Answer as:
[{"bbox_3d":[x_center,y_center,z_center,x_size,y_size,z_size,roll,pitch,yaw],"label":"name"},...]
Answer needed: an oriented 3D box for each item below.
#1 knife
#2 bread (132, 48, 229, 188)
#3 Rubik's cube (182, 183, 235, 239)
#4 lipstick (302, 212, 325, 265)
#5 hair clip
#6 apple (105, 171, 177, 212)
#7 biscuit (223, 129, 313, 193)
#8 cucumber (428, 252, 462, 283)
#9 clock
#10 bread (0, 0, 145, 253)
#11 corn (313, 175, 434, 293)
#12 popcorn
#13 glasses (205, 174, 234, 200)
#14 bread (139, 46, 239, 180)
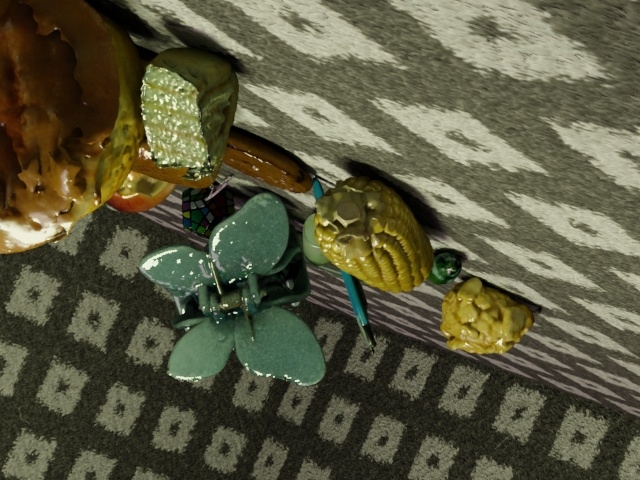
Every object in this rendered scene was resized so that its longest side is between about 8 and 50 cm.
[{"bbox_3d":[0.040,0.038,1.890,0.026,0.297,0.044,-18,-179,11],"label":"knife"},{"bbox_3d":[-0.238,-0.164,1.640,0.227,0.143,0.253,18,172,-4],"label":"bread"},{"bbox_3d":[-0.237,-0.063,2.506,0.133,0.112,0.133,22,173,3],"label":"Rubik's cube"},{"bbox_3d":[0.000,0.000,2.346,0.076,0.076,0.304,23,173,4],"label":"lipstick"},{"bbox_3d":[-0.173,0.103,2.403,0.318,0.392,0.238,-15,-169,5],"label":"hair clip"},{"bbox_3d":[-0.299,-0.144,1.876,0.199,0.199,0.199,24,173,3],"label":"apple"},{"bbox_3d":[-0.109,-0.131,1.869,0.212,0.036,0.212,25,173,3],"label":"biscuit"},{"bbox_3d":[0.214,0.048,2.083,0.056,0.056,0.250,24,174,0],"label":"cucumber"},{"bbox_3d":[0.019,0.041,2.711,0.226,0.049,0.226,23,172,3],"label":"clock"},{"bbox_3d":[-0.371,-0.167,1.432,0.358,0.337,0.204,24,-163,20],"label":"bread"},{"bbox_3d":[0.091,0.002,1.796,0.143,0.144,0.387,21,174,22],"label":"corn"},{"bbox_3d":[0.297,0.149,2.231,0.163,0.140,0.194,22,173,-34],"label":"popcorn"},{"bbox_3d":[-0.229,-0.134,2.299,0.104,0.062,0.140,47,170,-6],"label":"glasses"},{"bbox_3d":[-0.149,-0.162,1.415,0.103,0.110,0.156,19,134,15],"label":"bread"}]
